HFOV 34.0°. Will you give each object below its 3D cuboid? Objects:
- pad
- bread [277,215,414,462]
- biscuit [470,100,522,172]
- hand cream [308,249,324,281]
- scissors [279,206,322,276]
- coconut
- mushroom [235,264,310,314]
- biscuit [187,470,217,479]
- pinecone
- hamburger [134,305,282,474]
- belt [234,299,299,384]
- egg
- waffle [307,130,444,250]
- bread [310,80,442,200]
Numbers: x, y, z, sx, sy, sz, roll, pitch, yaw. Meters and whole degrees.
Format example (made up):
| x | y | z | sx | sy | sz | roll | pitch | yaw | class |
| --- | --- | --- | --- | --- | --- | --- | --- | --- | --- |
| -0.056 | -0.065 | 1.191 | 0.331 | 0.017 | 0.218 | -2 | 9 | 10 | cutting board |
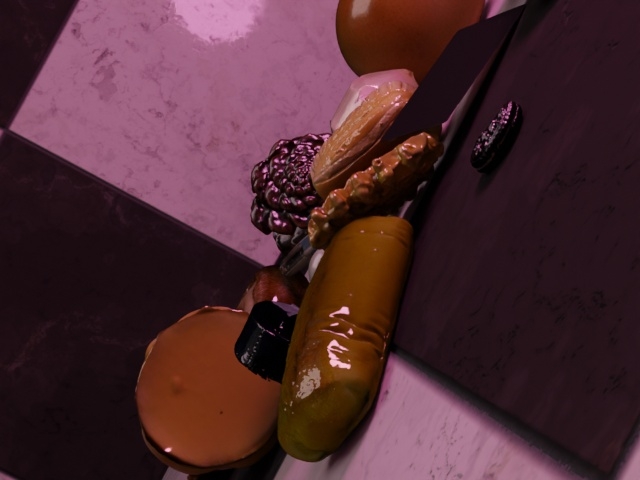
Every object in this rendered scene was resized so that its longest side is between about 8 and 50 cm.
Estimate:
| x | y | z | sx | sy | sz | roll | pitch | yaw | class |
| --- | --- | --- | --- | --- | --- | --- | --- | --- | --- |
| 0.201 | -0.251 | 1.582 | 0.159 | 0.009 | 0.265 | -11 | 39 | 56 | pad |
| 0.025 | 0.107 | 1.328 | 0.166 | 0.112 | 0.384 | -56 | 8 | 38 | bread |
| 0.207 | -0.122 | 1.236 | 0.089 | 0.027 | 0.087 | -63 | 7 | -8 | biscuit |
| 0.033 | 0.056 | 1.717 | 0.147 | 0.093 | 0.306 | -59 | -5 | -3 | hand cream |
| 0.000 | 0.000 | 1.772 | 0.289 | 0.138 | 0.041 | -42 | 59 | 53 | scissors |
| 0.114 | -0.213 | 1.827 | 0.183 | 0.171 | 0.171 | -54 | 8 | 22 | coconut |
| -0.111 | 0.181 | 1.980 | 0.278 | 0.163 | 0.297 | -55 | 0 | -35 | mushroom |
| -0.230 | 0.368 | 2.111 | 0.305 | 0.038 | 0.305 | 4 | -90 | -86 | biscuit |
| -0.012 | -0.076 | 1.958 | 0.244 | 0.244 | 0.309 | -62 | -13 | -5 | pinecone |
| -0.173 | 0.255 | 1.751 | 0.276 | 0.276 | 0.237 | -63 | -5 | -14 | hamburger |
| -0.042 | 0.152 | 1.541 | 0.078 | 0.151 | 0.198 | -65 | -4 | 11 | belt |
| 0.169 | -0.427 | 1.913 | 0.322 | 0.250 | 0.250 | -54 | 6 | 3 | egg |
| 0.072 | -0.062 | 1.526 | 0.253 | 0.056 | 0.249 | -35 | -11 | -24 | waffle |
| 0.093 | -0.146 | 1.706 | 0.236 | 0.140 | 0.106 | -47 | 30 | 22 | bread |
